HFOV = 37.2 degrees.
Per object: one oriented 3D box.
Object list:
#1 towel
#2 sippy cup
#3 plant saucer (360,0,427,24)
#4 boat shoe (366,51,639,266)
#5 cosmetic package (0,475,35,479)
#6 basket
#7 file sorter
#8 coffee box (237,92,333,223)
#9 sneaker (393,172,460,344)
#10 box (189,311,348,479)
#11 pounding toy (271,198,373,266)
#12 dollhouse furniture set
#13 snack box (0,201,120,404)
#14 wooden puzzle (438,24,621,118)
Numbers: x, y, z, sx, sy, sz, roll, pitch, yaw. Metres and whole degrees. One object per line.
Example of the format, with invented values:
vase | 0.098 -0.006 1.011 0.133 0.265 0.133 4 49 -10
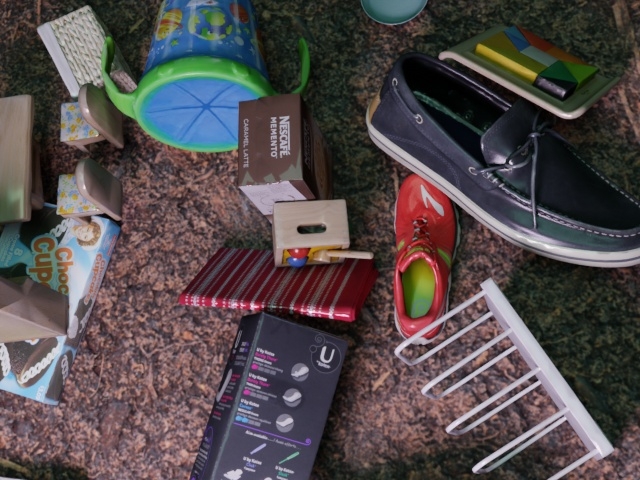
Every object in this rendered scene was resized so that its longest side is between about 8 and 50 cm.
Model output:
towel | -0.058 0.067 1.482 0.275 0.199 0.031 4 112 13
sippy cup | -0.189 -0.301 1.590 0.240 0.306 0.224 -31 53 43
plant saucer | 0.130 -0.424 1.650 0.119 0.021 0.119 -3 74 11
boat shoe | 0.289 -0.127 1.442 0.500 0.156 0.187 34 50 20
cosmetic package | -0.500 0.431 1.528 0.239 0.060 0.098 2 76 13
basket | -0.407 -0.317 1.687 0.103 0.113 0.167 -31 71 0
file sorter | 0.259 0.229 1.357 0.173 0.193 0.277 -35 71 4
coffee box | -0.049 -0.113 1.484 0.098 0.246 0.141 -5 74 11
sneaker | 0.162 0.020 1.471 0.107 0.118 0.278 -2 74 11
box | -0.078 0.256 1.412 0.143 0.165 0.270 19 79 -13
pounding toy | 0.000 0.000 1.452 0.141 0.130 0.100 -3 73 -5
dollhouse furniture set | -0.530 -0.056 1.502 0.362 0.256 0.394 -8 72 12
snack box | -0.481 0.098 1.615 0.187 0.060 0.321 14 78 15
wooden puzzle | 0.331 -0.275 1.481 0.239 0.221 0.044 29 124 20
